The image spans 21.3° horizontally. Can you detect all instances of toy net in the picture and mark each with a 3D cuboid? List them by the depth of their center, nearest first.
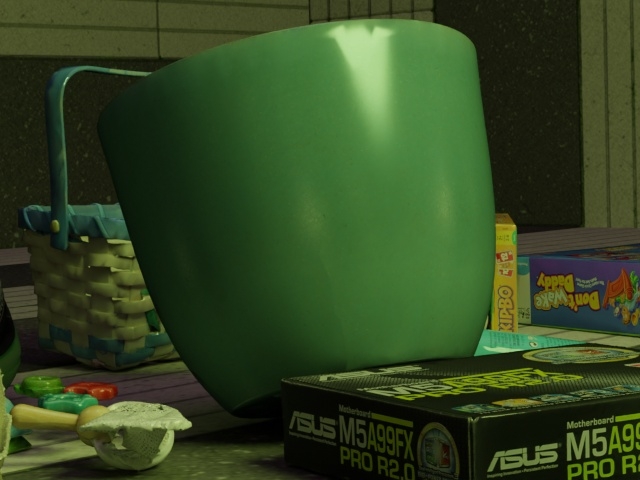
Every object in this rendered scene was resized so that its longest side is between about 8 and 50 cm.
[{"bbox_3d":[-0.164,0.129,1.172,0.232,0.045,0.122,4,4,42],"label":"toy net"}]

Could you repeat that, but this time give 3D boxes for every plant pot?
[{"bbox_3d":[0.000,0.000,1.268,0.293,0.235,0.293,-12,-13,-3],"label":"plant pot"}]

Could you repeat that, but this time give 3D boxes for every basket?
[{"bbox_3d":[-0.165,-0.028,1.677,0.201,0.289,0.254,2,6,43],"label":"basket"}]

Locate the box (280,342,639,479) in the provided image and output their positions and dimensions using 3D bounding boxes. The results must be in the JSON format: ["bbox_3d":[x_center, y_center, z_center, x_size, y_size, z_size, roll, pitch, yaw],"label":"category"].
[{"bbox_3d":[0.143,0.114,1.093,0.270,0.060,0.216,-4,4,-30],"label":"box"}]

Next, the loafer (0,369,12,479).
[{"bbox_3d":[-0.234,0.113,1.010,0.102,0.092,0.268,-2,5,-11],"label":"loafer"}]

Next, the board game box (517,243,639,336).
[{"bbox_3d":[0.419,0.047,1.897,0.347,0.078,0.233,-4,4,-34],"label":"board game box"}]

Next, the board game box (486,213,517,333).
[{"bbox_3d":[0.185,0.039,1.765,0.039,0.124,0.259,-1,4,7],"label":"board game box"}]

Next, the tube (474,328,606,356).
[{"bbox_3d":[0.221,0.103,1.384,0.207,0.052,0.080,3,8,-1],"label":"tube"}]

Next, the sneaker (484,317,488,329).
[{"bbox_3d":[0.120,0.073,1.733,0.094,0.080,0.212,10,-4,-30],"label":"sneaker"}]

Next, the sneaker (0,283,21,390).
[{"bbox_3d":[-0.414,0.049,1.262,0.185,0.202,0.483,-1,3,26],"label":"sneaker"}]
